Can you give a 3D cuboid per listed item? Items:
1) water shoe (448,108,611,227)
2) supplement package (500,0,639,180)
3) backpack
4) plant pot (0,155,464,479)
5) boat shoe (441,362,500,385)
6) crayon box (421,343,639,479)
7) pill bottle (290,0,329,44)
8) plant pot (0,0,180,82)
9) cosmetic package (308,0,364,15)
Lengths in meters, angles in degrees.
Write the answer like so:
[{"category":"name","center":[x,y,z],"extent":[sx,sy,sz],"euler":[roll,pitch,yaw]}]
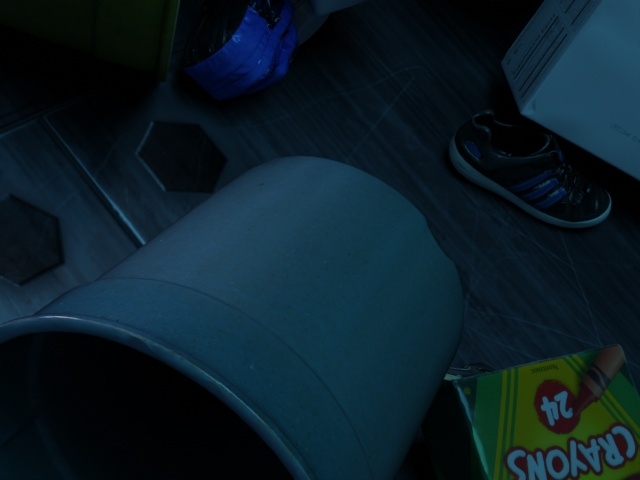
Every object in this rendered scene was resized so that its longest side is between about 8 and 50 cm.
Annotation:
[{"category":"water shoe","center":[0.241,-0.076,1.543],"extent":[0.203,0.080,0.073],"euler":[20,52,-14]},{"category":"supplement package","center":[0.372,-0.191,1.566],"extent":[0.262,0.204,0.145],"euler":[26,26,-18]},{"category":"backpack","center":[-0.079,-0.201,1.454],"extent":[0.101,0.098,0.120],"euler":[42,45,-22]},{"category":"plant pot","center":[-0.061,0.115,1.118],"extent":[0.341,0.341,0.334],"euler":[39,42,1]},{"category":"boat shoe","center":[0.152,0.145,1.369],"extent":[0.152,0.056,0.049],"euler":[19,42,-21]},{"category":"crayon box","center":[0.228,0.267,1.272],"extent":[0.202,0.081,0.319],"euler":[-9,75,-31]},{"category":"pill bottle","center":[-0.055,-0.281,1.532],"extent":[0.137,0.078,0.078],"euler":[45,50,7]},{"category":"plant pot","center":[-0.289,-0.359,1.318],"extent":[0.353,0.366,0.366],"euler":[9,54,-8]},{"category":"cosmetic package","center":[-0.013,-0.456,1.471],"extent":[0.156,0.217,0.385],"euler":[-20,64,-10]}]
